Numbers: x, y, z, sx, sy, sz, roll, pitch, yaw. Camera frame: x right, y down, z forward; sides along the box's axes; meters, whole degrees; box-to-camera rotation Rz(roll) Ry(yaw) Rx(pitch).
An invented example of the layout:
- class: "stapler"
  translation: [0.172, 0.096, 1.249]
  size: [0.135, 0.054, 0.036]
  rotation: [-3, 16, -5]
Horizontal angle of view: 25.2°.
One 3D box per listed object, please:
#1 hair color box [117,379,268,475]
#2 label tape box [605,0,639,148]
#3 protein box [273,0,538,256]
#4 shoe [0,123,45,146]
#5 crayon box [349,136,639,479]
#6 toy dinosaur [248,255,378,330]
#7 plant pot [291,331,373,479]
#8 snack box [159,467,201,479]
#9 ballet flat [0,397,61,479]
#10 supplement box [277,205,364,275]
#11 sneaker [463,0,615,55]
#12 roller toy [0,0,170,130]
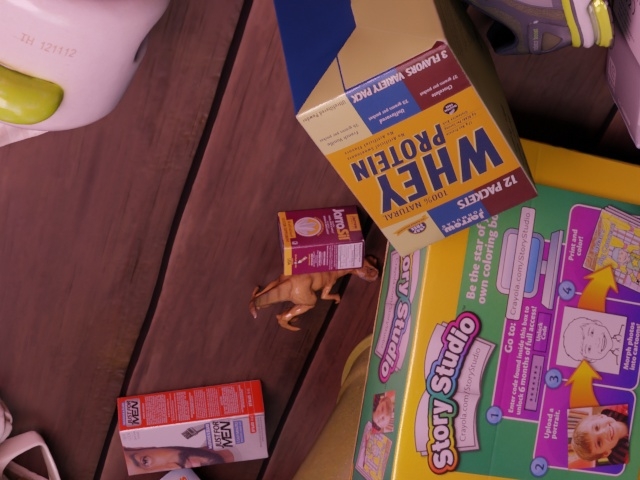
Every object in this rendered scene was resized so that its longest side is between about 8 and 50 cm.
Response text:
- class: "hair color box"
  translation: [-0.148, 0.219, 1.669]
  size: [0.167, 0.053, 0.093]
  rotation: [-6, 138, -3]
- class: "label tape box"
  translation: [0.396, -0.254, 1.242]
  size: [0.249, 0.115, 0.347]
  rotation: [-8, 138, -3]
- class: "protein box"
  translation: [0.070, -0.137, 1.233]
  size: [0.136, 0.200, 0.201]
  rotation: [-25, 136, 15]
- class: "shoe"
  translation: [-0.334, -0.091, 1.289]
  size: [0.219, 0.076, 0.058]
  rotation: [-22, 131, 8]
- class: "crayon box"
  translation: [0.214, 0.092, 1.415]
  size: [0.313, 0.363, 0.106]
  rotation: [11, 177, -20]
- class: "toy dinosaur"
  translation: [-0.032, 0.051, 1.489]
  size: [0.211, 0.064, 0.112]
  rotation: [-21, 163, -42]
- class: "plant pot"
  translation: [0.081, 0.273, 1.540]
  size: [0.276, 0.254, 0.276]
  rotation: [20, 131, 25]
- class: "snack box"
  translation: [-0.206, 0.429, 1.775]
  size: [0.187, 0.060, 0.322]
  rotation: [48, 126, 4]
- class: "ballet flat"
  translation: [-0.384, 0.238, 1.605]
  size: [0.139, 0.139, 0.400]
  rotation: [-17, 141, 7]
- class: "supplement box"
  translation: [0.000, 0.000, 1.467]
  size: [0.083, 0.055, 0.043]
  rotation: [-6, 135, -7]
- class: "sneaker"
  translation: [0.160, -0.257, 1.198]
  size: [0.121, 0.111, 0.300]
  rotation: [-19, 134, 14]
- class: "roller toy"
  translation: [-0.222, -0.198, 1.120]
  size: [0.191, 0.209, 0.146]
  rotation: [-20, 152, -47]
